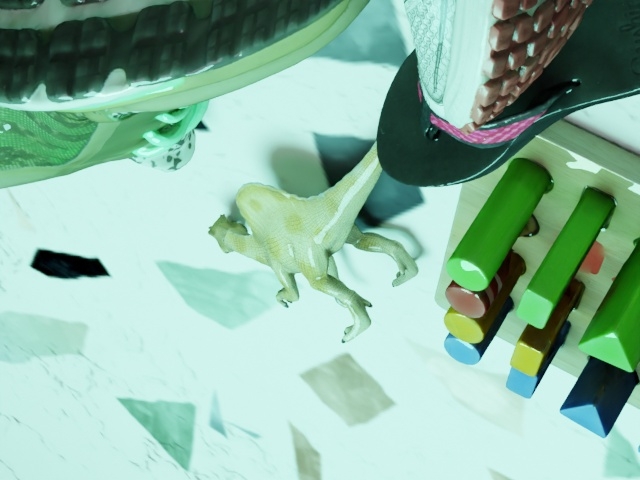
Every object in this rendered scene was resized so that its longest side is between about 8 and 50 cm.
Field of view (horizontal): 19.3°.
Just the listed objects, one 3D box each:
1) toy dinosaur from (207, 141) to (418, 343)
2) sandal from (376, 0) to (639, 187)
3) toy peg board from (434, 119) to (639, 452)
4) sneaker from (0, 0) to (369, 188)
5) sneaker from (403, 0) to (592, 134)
[{"bbox_3d":[0.000,0.000,0.939,0.092,0.053,0.183,45,147,-13],"label":"toy dinosaur"},{"bbox_3d":[0.077,-0.070,0.764,0.179,0.040,0.067,-23,77,48],"label":"sandal"},{"bbox_3d":[0.121,0.040,0.856,0.161,0.079,0.160,27,147,12],"label":"toy peg board"},{"bbox_3d":[-0.104,-0.096,0.878,0.410,0.158,0.182,-6,161,44],"label":"sneaker"},{"bbox_3d":[0.050,-0.135,0.665,0.093,0.088,0.225,26,142,28],"label":"sneaker"}]
